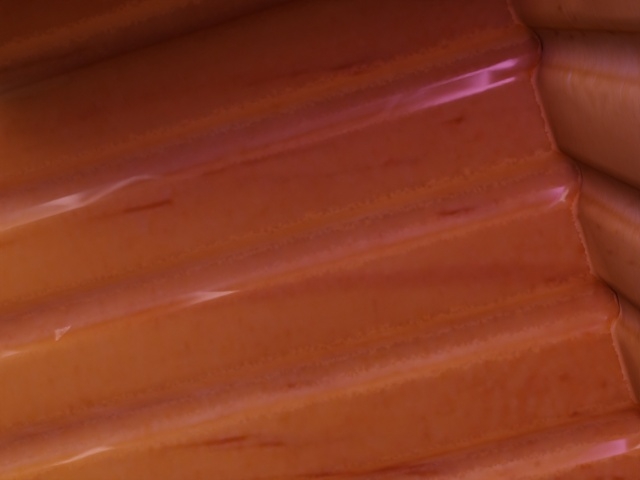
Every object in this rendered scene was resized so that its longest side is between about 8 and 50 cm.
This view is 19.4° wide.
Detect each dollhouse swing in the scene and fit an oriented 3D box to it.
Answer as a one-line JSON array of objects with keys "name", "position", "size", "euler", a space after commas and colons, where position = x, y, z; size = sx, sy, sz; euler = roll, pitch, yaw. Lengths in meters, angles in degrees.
[{"name": "dollhouse swing", "position": [0.000, 0.056, 0.419], "size": [0.315, 0.346, 0.305], "euler": [-16, 8, 16]}]
